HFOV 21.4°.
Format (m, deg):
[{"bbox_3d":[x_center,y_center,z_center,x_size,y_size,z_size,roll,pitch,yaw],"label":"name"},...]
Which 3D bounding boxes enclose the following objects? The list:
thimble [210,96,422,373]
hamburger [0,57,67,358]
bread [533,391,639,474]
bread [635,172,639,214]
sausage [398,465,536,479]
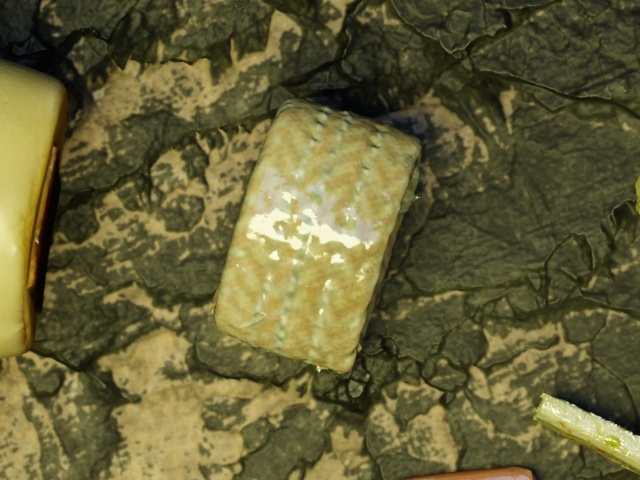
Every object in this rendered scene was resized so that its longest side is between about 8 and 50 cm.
[{"bbox_3d":[0.001,-0.005,1.532,0.148,0.196,0.229,17,80,5],"label":"thimble"},{"bbox_3d":[-0.325,-0.032,1.521,0.176,0.300,0.300,8,80,-8],"label":"hamburger"},{"bbox_3d":[0.265,0.184,1.545,0.153,0.068,0.028,27,81,7],"label":"bread"},{"bbox_3d":[0.381,-0.099,1.585,0.128,0.088,0.232,23,87,15],"label":"bread"},{"bbox_3d":[0.130,0.230,1.565,0.147,0.030,0.035,-8,79,2],"label":"sausage"}]
